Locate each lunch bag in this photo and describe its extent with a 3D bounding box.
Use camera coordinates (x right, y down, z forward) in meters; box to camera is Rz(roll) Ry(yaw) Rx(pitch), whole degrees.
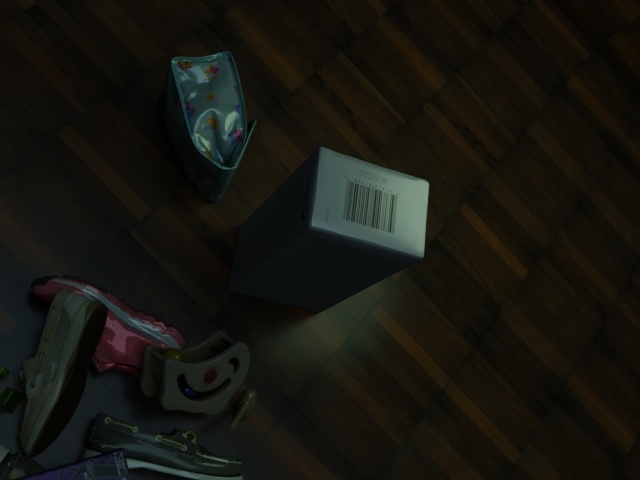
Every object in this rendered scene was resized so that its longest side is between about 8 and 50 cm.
[{"bbox_3d":[-0.234,-0.229,1.656,0.160,0.223,0.262,-14,80,-21],"label":"lunch bag"}]

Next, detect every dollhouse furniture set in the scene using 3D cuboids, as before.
[{"bbox_3d":[-0.615,0.251,1.427,0.151,0.059,0.076,27,69,6],"label":"dollhouse furniture set"}]

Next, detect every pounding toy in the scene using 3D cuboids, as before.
[{"bbox_3d":[-0.200,0.262,1.512,0.269,0.154,0.154,22,89,-49],"label":"pounding toy"}]

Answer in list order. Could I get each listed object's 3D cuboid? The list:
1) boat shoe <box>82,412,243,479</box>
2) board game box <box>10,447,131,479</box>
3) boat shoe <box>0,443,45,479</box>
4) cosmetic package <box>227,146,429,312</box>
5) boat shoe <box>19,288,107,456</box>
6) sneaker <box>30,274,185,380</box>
[{"bbox_3d":[-0.286,0.396,1.486,0.304,0.109,0.091,15,72,-16],"label":"boat shoe"},{"bbox_3d":[-0.382,0.536,1.277,0.208,0.056,0.347,-14,83,-16],"label":"board game box"},{"bbox_3d":[-0.577,0.507,1.308,0.096,0.116,0.325,29,57,-11],"label":"boat shoe"},{"bbox_3d":[0.000,0.000,1.557,0.230,0.453,0.162,16,67,-21],"label":"cosmetic package"},{"bbox_3d":[-0.484,0.237,1.421,0.098,0.109,0.303,22,93,10],"label":"boat shoe"},{"bbox_3d":[-0.415,0.175,1.496,0.313,0.116,0.136,29,64,-14],"label":"sneaker"}]
